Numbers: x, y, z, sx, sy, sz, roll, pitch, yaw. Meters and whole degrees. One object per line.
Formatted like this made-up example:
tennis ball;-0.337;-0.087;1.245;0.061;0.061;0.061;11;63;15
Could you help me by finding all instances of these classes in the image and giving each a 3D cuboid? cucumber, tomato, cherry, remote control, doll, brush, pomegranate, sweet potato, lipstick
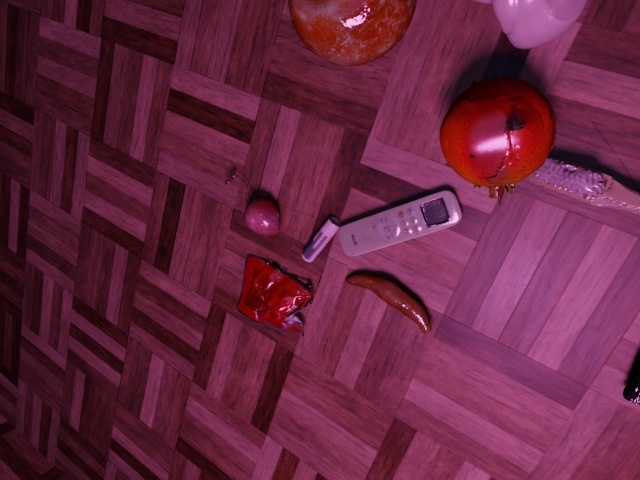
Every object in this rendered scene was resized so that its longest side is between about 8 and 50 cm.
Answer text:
cucumber;0.652;0.218;0.813;0.052;0.058;0.214;31;115;56
tomato;0.072;-0.501;0.873;0.270;0.223;0.270;-6;77;26
cherry;-0.193;-0.094;1.176;0.225;0.090;0.107;44;131;22
remote control;0.185;-0.037;1.014;0.310;0.038;0.090;-18;92;29
doll;0.358;-0.479;0.764;0.221;0.221;0.251;-13;122;29
brush;0.542;-0.084;0.765;0.327;0.065;0.070;32;107;32
pomegranate;0.338;-0.194;0.811;0.210;0.210;0.235;7;127;26
sweet potato;0.174;0.136;1.048;0.255;0.058;0.078;30;133;24
lipstick;0.000;0.000;1.118;0.040;0.040;0.141;46;117;12

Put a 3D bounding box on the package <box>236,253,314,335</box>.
package;-0.138;0.167;1.212;0.269;0.071;0.194;22;96;26
